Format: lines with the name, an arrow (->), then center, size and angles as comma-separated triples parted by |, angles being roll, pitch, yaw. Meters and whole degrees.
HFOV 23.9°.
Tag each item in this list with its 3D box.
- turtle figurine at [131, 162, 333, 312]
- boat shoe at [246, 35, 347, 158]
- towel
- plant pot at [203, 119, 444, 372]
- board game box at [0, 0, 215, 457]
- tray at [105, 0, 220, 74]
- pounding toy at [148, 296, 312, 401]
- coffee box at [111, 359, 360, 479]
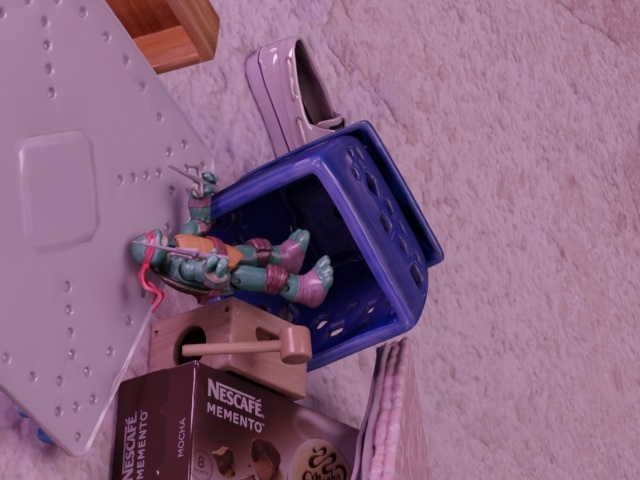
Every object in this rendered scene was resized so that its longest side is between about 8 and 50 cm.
turtle figurine -> -0.111, 0.009, 1.588 | 0.234, 0.118, 0.175 | 13, 39, -30
boat shoe -> -0.004, -0.140, 1.982 | 0.096, 0.088, 0.267 | -24, 93, -55
towel -> 0.090, 0.328, 1.761 | 0.332, 0.053, 0.317 | -75, 157, -60
plant pot -> 0.000, 0.000, 1.805 | 0.236, 0.236, 0.212 | 60, 31, -12
board game box -> -0.273, -0.049, 1.486 | 0.390, 0.050, 0.390 | 56, 45, -44
tray -> -0.280, -0.325, 1.513 | 0.411, 0.203, 0.076 | 59, 26, -44
pounding toy -> -0.089, 0.109, 1.648 | 0.181, 0.206, 0.094 | 29, 52, -43
coffee box -> -0.082, 0.261, 1.660 | 0.297, 0.119, 0.168 | 30, 53, -43
